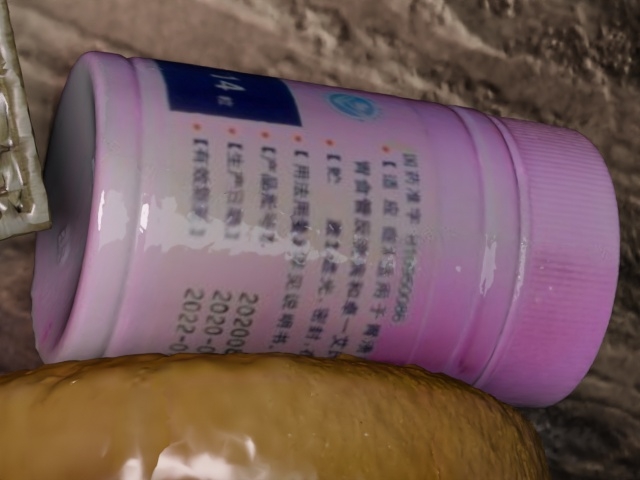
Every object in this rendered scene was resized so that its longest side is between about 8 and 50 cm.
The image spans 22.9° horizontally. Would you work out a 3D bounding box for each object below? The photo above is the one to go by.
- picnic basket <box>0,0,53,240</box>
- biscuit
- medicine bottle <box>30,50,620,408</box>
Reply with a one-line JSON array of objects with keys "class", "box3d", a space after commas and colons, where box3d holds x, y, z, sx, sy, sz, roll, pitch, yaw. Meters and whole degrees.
[{"class": "picnic basket", "box3d": [-0.218, -0.088, 0.693, 0.154, 0.134, 0.196, -14, 102, -16]}, {"class": "biscuit", "box3d": [-0.044, 0.111, 0.703, 0.296, 0.296, 0.102, 5, 69, -19]}, {"class": "medicine bottle", "box3d": [0.000, 0.000, 0.767, 0.254, 0.152, 0.152, 7, 95, -20]}]
